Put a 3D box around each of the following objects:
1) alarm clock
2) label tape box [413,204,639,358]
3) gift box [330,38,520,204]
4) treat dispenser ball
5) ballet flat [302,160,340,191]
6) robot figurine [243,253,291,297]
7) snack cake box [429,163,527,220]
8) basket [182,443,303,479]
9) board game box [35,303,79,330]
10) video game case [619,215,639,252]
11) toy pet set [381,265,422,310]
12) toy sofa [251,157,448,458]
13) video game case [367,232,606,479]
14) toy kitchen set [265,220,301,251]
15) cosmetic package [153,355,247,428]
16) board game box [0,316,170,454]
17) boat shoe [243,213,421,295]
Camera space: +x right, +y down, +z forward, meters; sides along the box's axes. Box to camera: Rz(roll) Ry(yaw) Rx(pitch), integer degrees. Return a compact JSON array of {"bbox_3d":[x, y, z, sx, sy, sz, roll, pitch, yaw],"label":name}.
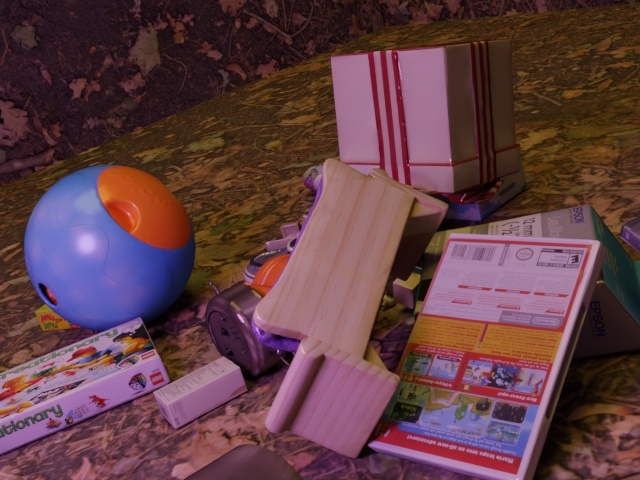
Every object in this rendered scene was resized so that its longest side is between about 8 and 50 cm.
[{"bbox_3d":[-0.097,0.135,1.339,0.064,0.129,0.192,-32,36,-34],"label":"alarm clock"},{"bbox_3d":[0.309,0.052,1.246,0.347,0.115,0.249,-13,21,17],"label":"label tape box"},{"bbox_3d":[0.155,-0.185,1.552,0.255,0.258,0.276,5,17,43],"label":"gift box"},{"bbox_3d":[-0.360,0.013,1.637,0.288,0.288,0.288,-15,20,5],"label":"treat dispenser ball"},{"bbox_3d":[0.054,-0.129,2.024,0.221,0.077,0.079,-7,41,24],"label":"ballet flat"},{"bbox_3d":[-0.016,0.087,1.403,0.158,0.128,0.219,-37,28,-31],"label":"robot figurine"},{"bbox_3d":[0.232,-0.112,1.789,0.152,0.089,0.264,-34,26,-34],"label":"snack cake box"},{"bbox_3d":[-0.116,0.301,0.877,0.204,0.154,0.227,3,24,41],"label":"basket"},{"bbox_3d":[-0.452,0.108,1.822,0.092,0.043,0.181,-7,22,25],"label":"board game box"},{"bbox_3d":[0.516,0.028,1.099,0.196,0.026,0.274,-24,48,-20],"label":"video game case"},{"bbox_3d":[0.111,0.046,1.425,0.114,0.122,0.065,21,45,30],"label":"toy pet set"},{"bbox_3d":[0.027,0.068,1.176,0.177,0.150,0.363,23,41,-1],"label":"toy sofa"},{"bbox_3d":[0.185,0.121,1.067,0.204,0.025,0.285,4,61,43],"label":"video game case"},{"bbox_3d":[-0.055,0.001,1.724,0.068,0.083,0.075,-11,20,15],"label":"toy kitchen set"},{"bbox_3d":[-0.166,0.209,1.316,0.115,0.041,0.060,-25,20,-22],"label":"cosmetic package"},{"bbox_3d":[-0.394,0.223,1.449,0.305,0.053,0.193,-22,19,-13],"label":"board game box"},{"bbox_3d":[0.000,0.000,1.571,0.340,0.158,0.127,-3,24,33],"label":"boat shoe"}]
